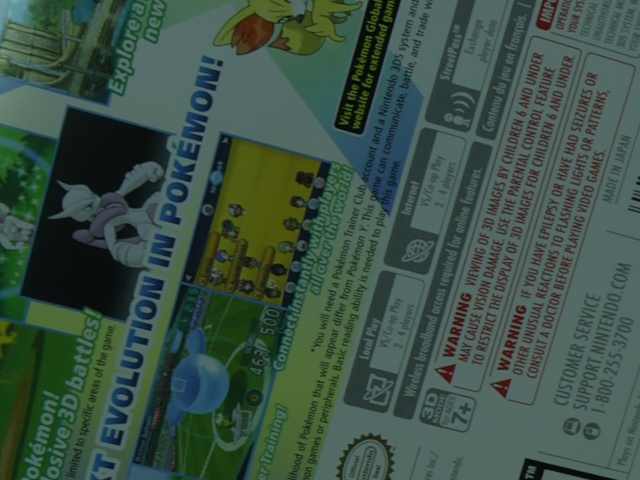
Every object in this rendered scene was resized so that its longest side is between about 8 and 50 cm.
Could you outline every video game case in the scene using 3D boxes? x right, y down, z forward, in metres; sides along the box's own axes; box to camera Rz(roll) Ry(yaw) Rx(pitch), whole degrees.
[{"bbox_3d":[0.000,0.000,0.443,0.299,0.036,0.329,15,97,-10],"label":"video game case"}]
